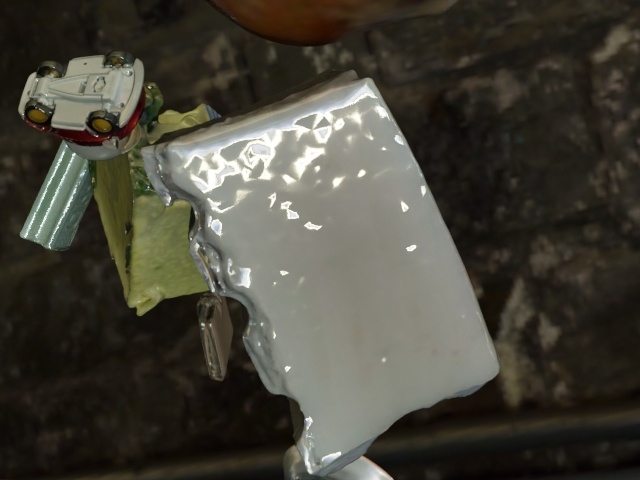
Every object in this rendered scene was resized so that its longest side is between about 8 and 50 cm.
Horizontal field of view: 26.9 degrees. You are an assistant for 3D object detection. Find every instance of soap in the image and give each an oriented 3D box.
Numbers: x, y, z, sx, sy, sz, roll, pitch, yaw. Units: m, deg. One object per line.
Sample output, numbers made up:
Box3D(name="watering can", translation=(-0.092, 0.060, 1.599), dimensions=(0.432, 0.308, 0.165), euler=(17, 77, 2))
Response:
Box3D(name="soap", translation=(0.000, 0.000, 1.353), dimensions=(0.213, 0.350, 0.435), euler=(-29, -171, 0))
Box3D(name="soap", translation=(-0.383, -0.084, 2.055), dimensions=(0.063, 0.198, 0.114), euler=(25, -177, 2))

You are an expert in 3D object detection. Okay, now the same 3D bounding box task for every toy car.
Box3D(name="toy car", translation=(-0.258, -0.140, 1.503), dimensions=(0.139, 0.112, 0.112), euler=(1, 144, 10))

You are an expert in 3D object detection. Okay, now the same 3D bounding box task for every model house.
Box3D(name="model house", translation=(-0.174, -0.095, 1.859), dimensions=(0.266, 0.261, 0.321), euler=(-6, -136, -19))

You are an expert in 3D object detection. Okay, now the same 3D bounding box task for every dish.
Box3D(name="dish", translation=(0.031, 0.479, 2.408), dimensions=(0.260, 0.260, 0.085), euler=(-12, -147, 42))

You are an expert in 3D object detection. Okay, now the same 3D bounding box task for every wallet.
Box3D(name="wallet", translation=(-0.163, 0.133, 2.057), dimensions=(0.038, 0.118, 0.153), euler=(-6, -156, 6))

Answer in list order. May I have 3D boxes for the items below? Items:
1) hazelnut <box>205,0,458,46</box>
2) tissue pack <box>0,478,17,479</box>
Box3D(name="hazelnut", translation=(0.001, -0.366, 1.208), dimensions=(0.365, 0.366, 0.366), euler=(-14, -177, 1))
Box3D(name="tissue pack", translation=(-0.524, 0.495, 2.404), dimensions=(0.183, 0.092, 0.226), euler=(16, 174, 33))
